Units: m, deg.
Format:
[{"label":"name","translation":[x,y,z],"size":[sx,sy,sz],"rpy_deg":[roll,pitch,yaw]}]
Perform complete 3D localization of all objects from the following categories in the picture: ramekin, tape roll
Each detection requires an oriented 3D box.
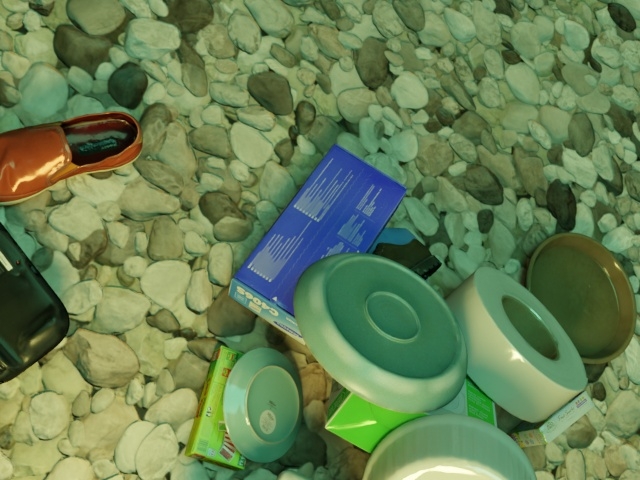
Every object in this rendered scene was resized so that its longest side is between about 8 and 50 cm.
[{"label":"ramekin","translation":[0.193,0.413,1.381],"size":[0.277,0.135,0.277],"rpy_deg":[1,102,7]},{"label":"tape roll","translation":[0.347,0.185,1.669],"size":[0.286,0.100,0.286],"rpy_deg":[36,25,-20]}]

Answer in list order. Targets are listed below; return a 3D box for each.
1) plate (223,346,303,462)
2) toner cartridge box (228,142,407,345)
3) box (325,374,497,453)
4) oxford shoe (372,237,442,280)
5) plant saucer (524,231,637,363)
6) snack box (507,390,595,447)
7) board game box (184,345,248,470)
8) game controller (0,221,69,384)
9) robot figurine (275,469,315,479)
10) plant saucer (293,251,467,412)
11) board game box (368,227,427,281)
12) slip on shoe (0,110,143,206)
[{"label":"plate","translation":[-0.085,0.269,1.515],"size":[0.188,0.024,0.188],"rpy_deg":[12,74,-49]},{"label":"toner cartridge box","translation":[0.000,0.000,1.645],"size":[0.165,0.075,0.348],"rpy_deg":[32,60,7]},{"label":"box","translation":[0.155,0.269,1.552],"size":[0.262,0.127,0.231],"rpy_deg":[31,26,-8]},{"label":"oxford shoe","translation":[0.109,0.059,1.660],"size":[0.227,0.083,0.096],"rpy_deg":[-25,71,-39]},{"label":"plant saucer","translation":[0.528,0.120,1.894],"size":[0.277,0.041,0.278],"rpy_deg":[8,68,-22]},{"label":"snack box","translation":[0.433,0.337,1.736],"size":[0.141,0.100,0.037],"rpy_deg":[-29,86,-30]},{"label":"board game box","translation":[-0.151,0.275,1.515],"size":[0.092,0.043,0.181],"rpy_deg":[22,64,-18]},{"label":"game controller","translation":[-0.525,0.056,1.390],"size":[0.166,0.067,0.319],"rpy_deg":[-38,91,-17]},{"label":"robot figurine","translation":[-0.065,0.501,1.385],"size":[0.353,0.200,0.300],"rpy_deg":[30,79,-13]},{"label":"plant saucer","translation":[0.109,0.132,1.486],"size":[0.317,0.044,0.318],"rpy_deg":[20,40,-18]},{"label":"board game box","translation":[0.122,0.042,1.734],"size":[0.168,0.033,0.133],"rpy_deg":[1,68,-26]},{"label":"slip on shoe","translation":[-0.439,-0.143,1.494],"size":[0.331,0.101,0.123],"rpy_deg":[-18,82,-28]}]
